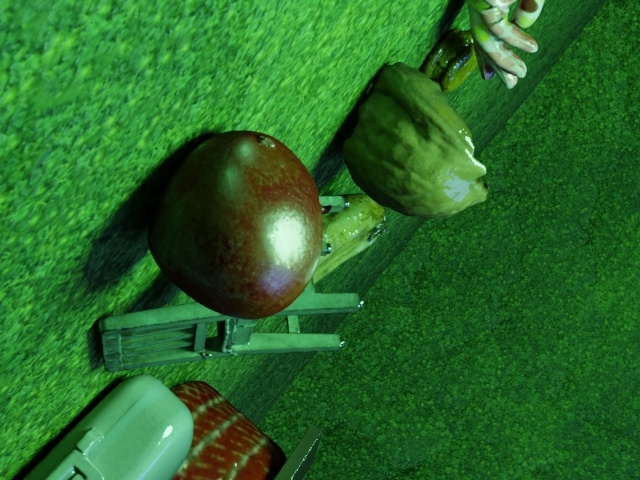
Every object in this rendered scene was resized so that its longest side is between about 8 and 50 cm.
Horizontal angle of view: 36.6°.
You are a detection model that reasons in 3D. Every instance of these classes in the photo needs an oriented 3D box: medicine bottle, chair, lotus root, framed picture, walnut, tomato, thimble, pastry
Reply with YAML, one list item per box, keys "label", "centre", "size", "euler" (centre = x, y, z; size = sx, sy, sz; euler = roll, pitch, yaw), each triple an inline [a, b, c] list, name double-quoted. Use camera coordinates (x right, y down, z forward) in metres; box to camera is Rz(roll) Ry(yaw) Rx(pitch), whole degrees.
- label: "medicine bottle"
  centre: [-0.308, 0.339, 1.171]
  size: [0.375, 0.123, 0.282]
  euler: [-45, 168, -26]
- label: "chair"
  centre: [-0.103, 0.044, 1.047]
  size: [0.271, 0.147, 0.136]
  euler: [-3, 155, -10]
- label: "lotus root"
  centre: [0.000, 0.000, 1.431]
  size: [0.258, 0.097, 0.110]
  euler: [-34, 156, -37]
- label: "framed picture"
  centre: [-0.056, 0.376, 1.481]
  size: [0.168, 0.023, 0.128]
  euler: [-52, 166, -33]
- label: "walnut"
  centre: [0.116, -0.105, 1.267]
  size: [0.141, 0.204, 0.238]
  euler: [-36, 169, -6]
- label: "tomato"
  centre: [-0.075, -0.009, 0.842]
  size: [0.167, 0.167, 0.167]
  euler: [-49, 171, -10]
- label: "thimble"
  centre: [-0.227, 0.408, 1.531]
  size: [0.350, 0.231, 0.350]
  euler: [-48, 170, -11]
- label: "pastry"
  centre: [0.196, -0.265, 1.428]
  size: [0.109, 0.057, 0.097]
  euler: [-54, 169, 15]

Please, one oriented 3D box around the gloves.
- label: "gloves"
  centre: [0.246, -0.316, 1.280]
  size: [0.241, 0.126, 0.145]
  euler: [117, -9, -45]
